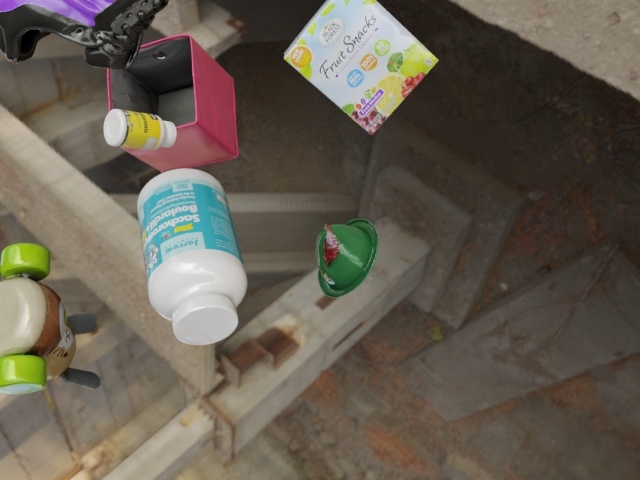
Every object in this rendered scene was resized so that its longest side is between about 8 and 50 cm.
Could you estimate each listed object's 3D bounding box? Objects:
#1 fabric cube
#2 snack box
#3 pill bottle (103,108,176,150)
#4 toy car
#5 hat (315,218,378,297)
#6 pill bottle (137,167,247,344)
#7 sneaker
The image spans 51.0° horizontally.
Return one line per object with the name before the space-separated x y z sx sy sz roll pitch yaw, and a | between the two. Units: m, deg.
fabric cube | -0.393 -0.360 1.817 0.254 0.258 0.259 -11 75 16
snack box | 0.068 -0.317 1.160 0.207 0.070 0.174 38 106 -16
pill bottle | -0.317 -0.194 1.188 0.065 0.116 0.065 0 91 42
toy car | -0.321 0.115 0.784 0.148 0.155 0.188 -18 154 20
hat | 0.000 0.000 1.352 0.183 0.173 0.208 25 130 -34
pill bottle | -0.194 0.025 1.020 0.146 0.146 0.264 96 160 -47
sneaker | -0.194 -0.246 0.664 0.102 0.293 0.146 -105 2 -78
